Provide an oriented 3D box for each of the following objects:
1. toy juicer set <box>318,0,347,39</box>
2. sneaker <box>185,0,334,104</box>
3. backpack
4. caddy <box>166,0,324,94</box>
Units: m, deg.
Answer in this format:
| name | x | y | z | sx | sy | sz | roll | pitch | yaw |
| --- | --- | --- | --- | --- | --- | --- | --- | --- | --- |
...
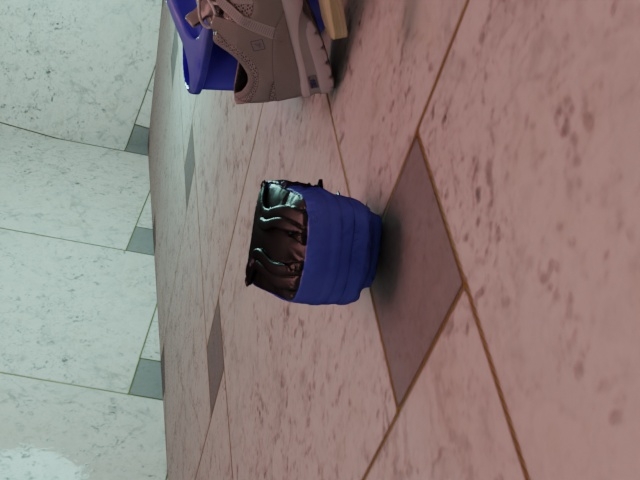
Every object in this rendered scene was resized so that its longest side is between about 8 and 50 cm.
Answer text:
| name | x | y | z | sx | sy | sz | roll | pitch | yaw |
| --- | --- | --- | --- | --- | --- | --- | --- | --- | --- |
| toy juicer set | 0.005 | -0.331 | 0.761 | 0.329 | 0.089 | 0.209 | -102 | 1 | -53 |
| sneaker | -0.076 | -0.231 | 0.829 | 0.105 | 0.115 | 0.281 | -106 | -6 | -50 |
| backpack | 0.000 | 0.000 | 0.735 | 0.120 | 0.101 | 0.098 | -158 | 70 | -70 |
| caddy | -0.102 | -0.327 | 1.042 | 0.241 | 0.179 | 0.341 | 119 | 151 | -60 |
